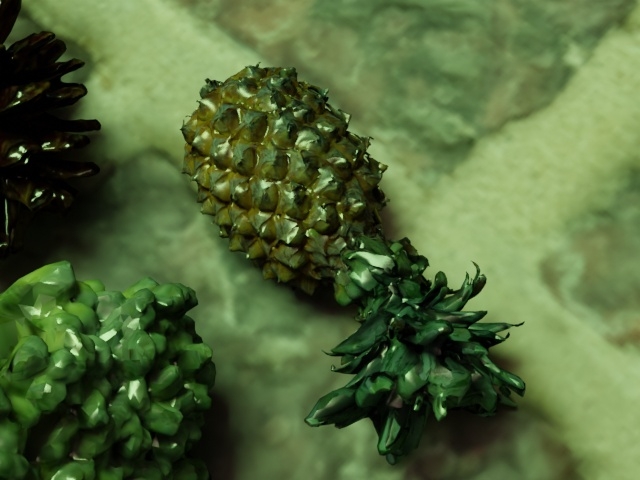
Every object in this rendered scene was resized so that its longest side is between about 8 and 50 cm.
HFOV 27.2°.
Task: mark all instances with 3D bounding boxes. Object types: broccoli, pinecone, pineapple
[{"bbox_3d":[-0.194,0.105,0.536,0.245,0.288,0.248,21,108,38],"label":"broccoli"},{"bbox_3d":[-0.173,-0.051,0.647,0.140,0.140,0.121,-41,89,-9],"label":"pinecone"},{"bbox_3d":[0.001,0.000,0.597,0.083,0.103,0.221,-51,59,25],"label":"pineapple"}]
